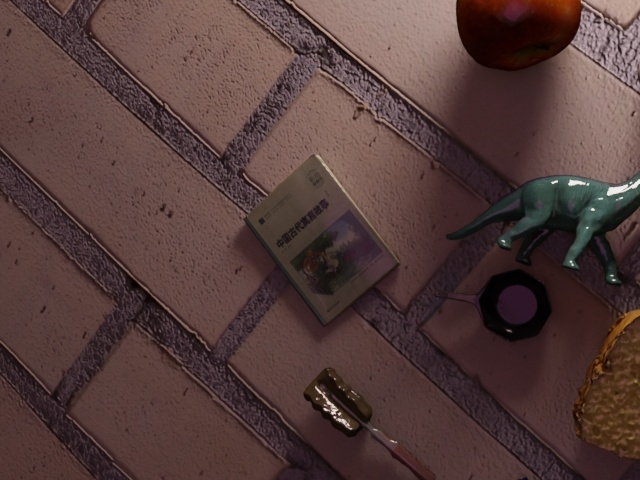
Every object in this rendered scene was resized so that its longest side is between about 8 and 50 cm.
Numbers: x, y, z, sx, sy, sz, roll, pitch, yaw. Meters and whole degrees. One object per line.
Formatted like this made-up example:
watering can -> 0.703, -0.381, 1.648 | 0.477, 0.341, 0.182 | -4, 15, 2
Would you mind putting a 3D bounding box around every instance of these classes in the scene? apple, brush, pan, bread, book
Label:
apple -> 0.344, -0.420, 1.731 | 0.230, 0.230, 0.230 | 0, 89, 20
brush -> 0.099, 0.369, 1.884 | 0.301, 0.071, 0.084 | 41, 99, 10
pan -> 0.330, 0.100, 1.811 | 0.202, 0.048, 0.128 | 33, 98, 16
bread -> 0.544, 0.237, 1.687 | 0.160, 0.147, 0.261 | 20, 102, 10
book -> 0.000, 0.000, 1.945 | 0.215, 0.025, 0.283 | -42, 78, 15

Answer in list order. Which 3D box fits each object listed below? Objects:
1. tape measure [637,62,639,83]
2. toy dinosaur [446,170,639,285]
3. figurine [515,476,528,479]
tape measure -> 0.698, -0.330, 1.650 | 0.271, 0.133, 0.231 | 21, 103, 17
toy dinosaur -> 0.455, -0.108, 1.759 | 0.383, 0.129, 0.331 | 17, 84, 20
figurine -> 0.421, 0.513, 1.747 | 0.195, 0.102, 0.111 | 24, 85, 15
